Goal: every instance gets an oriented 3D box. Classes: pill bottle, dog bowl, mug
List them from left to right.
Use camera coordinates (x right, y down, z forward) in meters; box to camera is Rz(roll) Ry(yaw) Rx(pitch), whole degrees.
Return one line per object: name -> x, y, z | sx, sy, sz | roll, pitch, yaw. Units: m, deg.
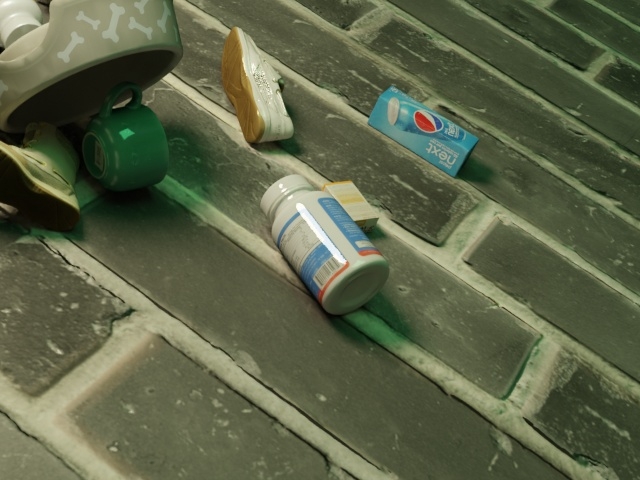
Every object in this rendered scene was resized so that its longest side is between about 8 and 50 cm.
pill bottle -> -0.553, -0.404, 1.739 | 0.103, 0.103, 0.184 | -11, 51, -37
dog bowl -> -0.369, -0.273, 1.522 | 0.349, 0.349, 0.102 | -25, 90, -45
mug -> -0.317, -0.155, 1.549 | 0.097, 0.129, 0.157 | -18, 85, -37
pill bottle -> 0.000, 0.000, 1.564 | 0.124, 0.124, 0.221 | -11, 51, -37

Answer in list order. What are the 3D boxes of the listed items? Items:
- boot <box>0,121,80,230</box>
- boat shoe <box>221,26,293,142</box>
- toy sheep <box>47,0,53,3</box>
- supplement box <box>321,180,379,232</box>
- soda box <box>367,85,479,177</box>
boot -> -0.442, -0.125, 1.458 | 0.213, 0.077, 0.165 | 39, 26, -35
boat shoe -> -0.116, -0.288, 1.860 | 0.096, 0.098, 0.277 | 2, 53, -28
toy sheep -> -0.490, -0.486, 1.887 | 0.091, 0.091, 0.132 | 31, 33, 7
supplement box -> 0.049, -0.057, 1.726 | 0.062, 0.036, 0.098 | -8, 49, -36
soda box -> 0.204, -0.218, 1.969 | 0.210, 0.071, 0.067 | 33, 38, 9
